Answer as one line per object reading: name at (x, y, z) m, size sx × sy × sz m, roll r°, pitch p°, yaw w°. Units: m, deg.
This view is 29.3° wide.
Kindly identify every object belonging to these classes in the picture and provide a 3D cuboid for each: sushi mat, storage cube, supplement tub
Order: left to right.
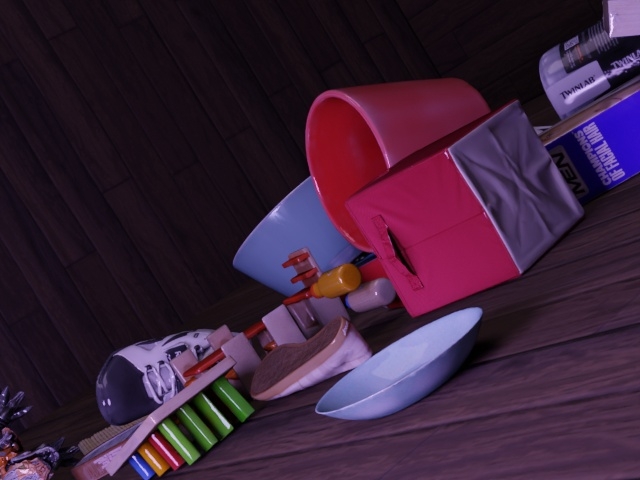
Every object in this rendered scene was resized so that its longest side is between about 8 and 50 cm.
sushi mat at (-0.357, 0.340, 2.184) m, size 0.151 × 0.019 × 0.316 m, roll -33°, pitch 4°, yaw -15°
storage cube at (0.187, -0.043, 1.575) m, size 0.193 × 0.184 × 0.215 m, roll -27°, pitch 6°, yaw 46°
supplement tub at (0.546, -0.306, 2.062) m, size 0.316 × 0.194 × 0.193 m, roll -30°, pitch 4°, yaw 27°

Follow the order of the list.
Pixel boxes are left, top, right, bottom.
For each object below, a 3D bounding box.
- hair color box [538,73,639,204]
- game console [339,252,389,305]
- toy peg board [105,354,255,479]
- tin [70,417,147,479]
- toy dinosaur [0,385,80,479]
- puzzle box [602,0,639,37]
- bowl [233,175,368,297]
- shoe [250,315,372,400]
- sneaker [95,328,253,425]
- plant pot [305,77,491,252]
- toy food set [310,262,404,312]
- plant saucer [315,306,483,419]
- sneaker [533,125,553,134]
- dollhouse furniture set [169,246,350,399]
hair color box at (0.457, -0.173, 1.724) m, size 0.338 × 0.110 × 0.185 m, roll -32°, pitch 4°, yaw 13°
game console at (0.202, -0.022, 2.137) m, size 0.386 × 0.060 × 0.342 m, roll -29°, pitch 5°, yaw 30°
toy peg board at (-0.176, 0.253, 1.603) m, size 0.161 × 0.079 × 0.161 m, roll -34°, pitch -11°, yaw -45°
tin at (-0.307, 0.322, 1.902) m, size 0.189 × 0.040 × 0.106 m, roll -30°, pitch 8°, yaw 17°
toy dinosaur at (-0.511, 0.362, 1.908) m, size 0.321 × 0.164 × 0.218 m, roll -5°, pitch 34°, yaw 29°
puzzle box at (0.599, -0.326, 1.686) m, size 0.408 × 0.052 × 0.272 m, roll -3°, pitch 10°, yaw 13°
bowl at (0.000, 0.000, 2.335) m, size 0.311 × 0.163 × 0.311 m, roll -42°, pitch -9°, yaw -9°
shoe at (-0.016, 0.164, 1.568) m, size 0.219 × 0.058 × 0.077 m, roll -33°, pitch 32°, yaw 47°
sneaker at (-0.237, 0.211, 2.055) m, size 0.146 × 0.123 × 0.330 m, roll -13°, pitch 8°, yaw 34°
plant pot at (0.144, -0.145, 2.019) m, size 0.243 × 0.275 × 0.275 m, roll -21°, pitch -1°, yaw -27°
toy food set at (0.103, 0.036, 1.756) m, size 0.232 × 0.111 × 0.104 m, roll -37°, pitch 6°, yaw -30°
plant saucer at (0.086, 0.133, 1.220) m, size 0.195 × 0.037 × 0.195 m, roll -31°, pitch 4°, yaw 3°
sneaker at (0.339, -0.126, 1.967) m, size 0.235 × 0.094 × 0.153 m, roll -33°, pitch 13°, yaw -30°
dollhouse furniture set at (-0.097, 0.136, 1.873) m, size 0.259 × 0.135 × 0.262 m, roll -33°, pitch 4°, yaw -25°
